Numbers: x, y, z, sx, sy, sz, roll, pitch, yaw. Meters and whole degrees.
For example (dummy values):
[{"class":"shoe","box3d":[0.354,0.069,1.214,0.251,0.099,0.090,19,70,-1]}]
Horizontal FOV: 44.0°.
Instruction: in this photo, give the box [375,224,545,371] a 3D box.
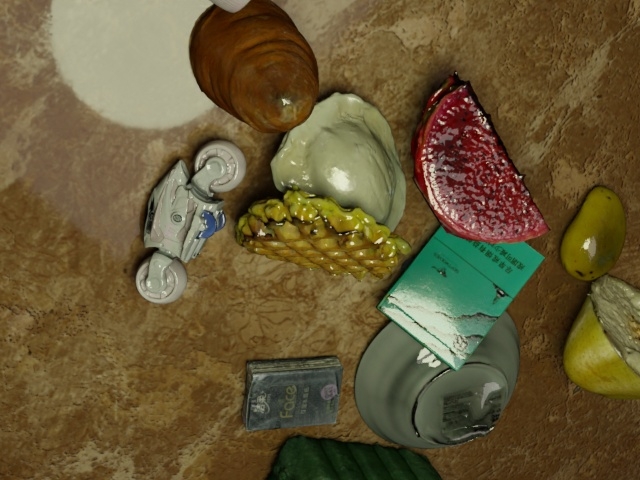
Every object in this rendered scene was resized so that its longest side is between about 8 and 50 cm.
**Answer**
[{"class":"box","box3d":[0.217,0.066,1.239,0.161,0.042,0.226,38,85,3]}]

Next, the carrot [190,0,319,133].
[{"class":"carrot","box3d":[-0.073,-0.206,0.991,0.159,0.225,0.159,-7,118,-13]}]

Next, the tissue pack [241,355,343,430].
[{"class":"tissue pack","box3d":[-0.046,0.248,1.281,0.156,0.051,0.112,0,113,-18]}]

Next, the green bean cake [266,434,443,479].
[{"class":"green bean cake","box3d":[0.044,0.506,1.355,0.308,0.169,0.300,12,107,-23]}]

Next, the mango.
[{"class":"mango","box3d":[0.460,-0.011,1.328,0.103,0.076,0.160,10,100,-15]}]

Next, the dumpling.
[{"class":"dumpling","box3d":[0.048,-0.107,1.130,0.252,0.131,0.179,24,79,-34]}]

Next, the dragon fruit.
[{"class":"dragon fruit","box3d":[0.202,-0.103,1.142,0.189,0.163,0.261,-36,104,-32]}]

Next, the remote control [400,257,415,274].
[{"class":"remote control","box3d":[0.187,0.082,1.303,0.152,0.027,0.043,40,92,-30]}]

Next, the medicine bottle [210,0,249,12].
[{"class":"medicine bottle","box3d":[-0.180,-0.396,0.904,0.273,0.165,0.165,27,101,-24]}]

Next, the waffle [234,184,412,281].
[{"class":"waffle","box3d":[0.000,0.000,1.112,0.238,0.243,0.058,14,72,-16]}]

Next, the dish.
[{"class":"dish","box3d":[0.218,0.248,1.328,0.317,0.106,0.316,-7,118,-14]}]

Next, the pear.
[{"class":"pear","box3d":[0.514,0.198,1.384,0.267,0.266,0.178,21,135,-24]}]

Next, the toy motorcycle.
[{"class":"toy motorcycle","box3d":[-0.193,-0.031,1.102,0.113,0.112,0.254,25,102,-25]}]
